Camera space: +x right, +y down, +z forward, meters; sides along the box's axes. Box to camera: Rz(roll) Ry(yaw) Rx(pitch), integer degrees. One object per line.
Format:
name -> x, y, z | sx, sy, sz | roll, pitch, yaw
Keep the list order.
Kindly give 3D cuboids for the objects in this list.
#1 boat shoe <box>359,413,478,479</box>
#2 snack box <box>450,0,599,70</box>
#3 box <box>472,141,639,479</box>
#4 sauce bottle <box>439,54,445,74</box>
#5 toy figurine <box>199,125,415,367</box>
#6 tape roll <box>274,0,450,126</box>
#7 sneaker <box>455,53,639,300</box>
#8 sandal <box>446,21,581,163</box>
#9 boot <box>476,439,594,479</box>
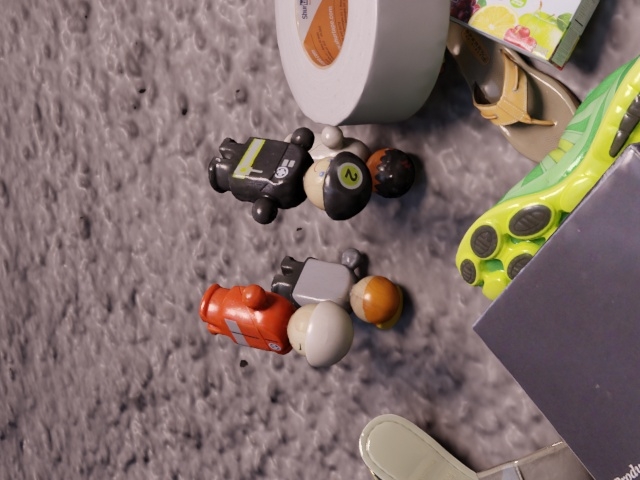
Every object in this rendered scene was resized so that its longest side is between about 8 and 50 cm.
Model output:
boat shoe -> 0.131, 0.256, 1.088 | 0.228, 0.081, 0.069 | 44, 170, 13
snack box -> 0.165, -0.217, 0.956 | 0.141, 0.037, 0.100 | 32, 99, 33
box -> 0.311, 0.084, 0.734 | 0.294, 0.296, 0.183 | 53, 129, 21
sauce bottle -> 0.091, -0.215, 1.039 | 0.042, 0.042, 0.128 | 1, 101, 42
toy figurine -> 0.000, 0.000, 1.056 | 0.148, 0.209, 0.213 | 10, 101, 26
tape roll -> 0.031, -0.213, 1.018 | 0.219, 0.072, 0.219 | 174, 90, -66
sneaker -> 0.225, -0.048, 0.901 | 0.109, 0.123, 0.295 | 43, 124, 2
sandal -> 0.159, -0.135, 0.989 | 0.180, 0.049, 0.072 | 55, 129, 19
boot -> 0.190, 0.299, 1.001 | 0.189, 0.076, 0.208 | -26, 88, -2
